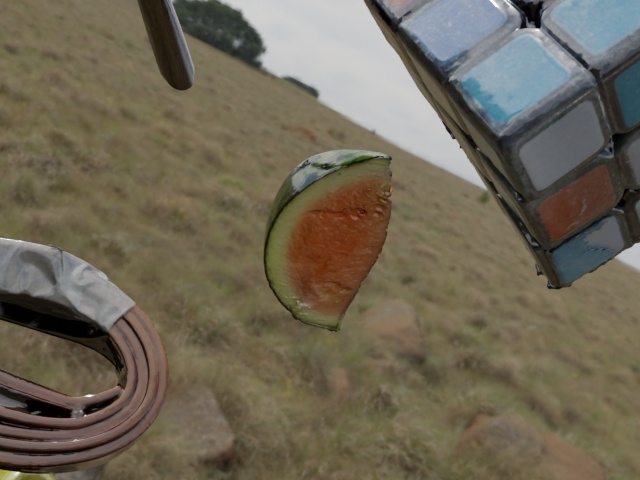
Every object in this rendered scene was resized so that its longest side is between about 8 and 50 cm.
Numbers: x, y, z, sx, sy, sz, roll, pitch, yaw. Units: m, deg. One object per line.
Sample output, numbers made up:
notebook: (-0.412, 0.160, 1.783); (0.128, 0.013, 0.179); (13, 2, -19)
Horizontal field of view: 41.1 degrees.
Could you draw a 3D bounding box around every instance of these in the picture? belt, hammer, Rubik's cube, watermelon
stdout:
belt: (-0.258, 0.098, 0.723); (0.261, 0.184, 0.105); (23, -20, -6)
hammer: (-0.229, -0.369, 1.083); (0.242, 0.095, 0.409); (50, -16, 37)
Rubik's cube: (0.310, -0.216, 1.022); (0.359, 0.363, 0.362); (45, 15, -47)
watermelon: (0.003, -0.003, 0.850); (0.119, 0.245, 0.063); (16, 41, 2)

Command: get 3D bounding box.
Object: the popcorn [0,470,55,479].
popcorn: (-0.562, 0.426, 1.353); (0.293, 0.334, 0.292); (16, -3, 28)
